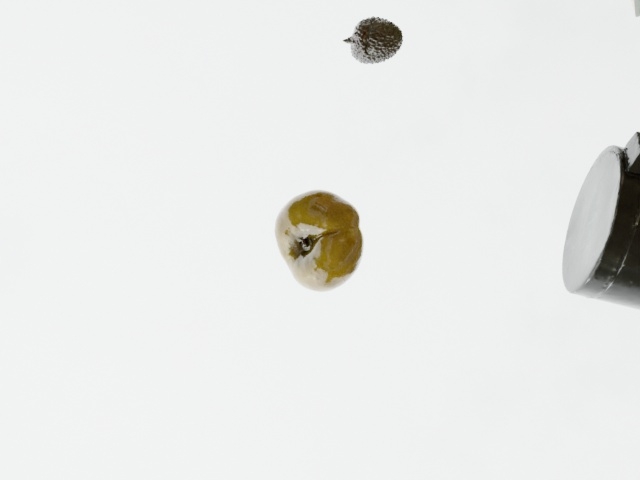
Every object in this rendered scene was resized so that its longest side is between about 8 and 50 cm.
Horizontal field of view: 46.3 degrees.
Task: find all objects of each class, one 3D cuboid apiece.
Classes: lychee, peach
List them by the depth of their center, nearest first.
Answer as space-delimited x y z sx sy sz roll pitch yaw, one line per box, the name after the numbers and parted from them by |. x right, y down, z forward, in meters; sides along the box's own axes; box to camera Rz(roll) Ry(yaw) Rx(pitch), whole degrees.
0.072 -0.275 1.024 0.083 0.068 0.067 7 -112 11 | lychee
0.000 0.000 1.300 0.103 0.179 0.179 -16 -104 -51 | peach

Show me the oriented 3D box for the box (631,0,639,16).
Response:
0.551 -0.584 1.329 0.265 0.048 0.273 59 -151 -45 | box

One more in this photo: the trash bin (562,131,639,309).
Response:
0.494 0.008 0.965 0.301 0.252 0.203 15 -143 4 | trash bin
